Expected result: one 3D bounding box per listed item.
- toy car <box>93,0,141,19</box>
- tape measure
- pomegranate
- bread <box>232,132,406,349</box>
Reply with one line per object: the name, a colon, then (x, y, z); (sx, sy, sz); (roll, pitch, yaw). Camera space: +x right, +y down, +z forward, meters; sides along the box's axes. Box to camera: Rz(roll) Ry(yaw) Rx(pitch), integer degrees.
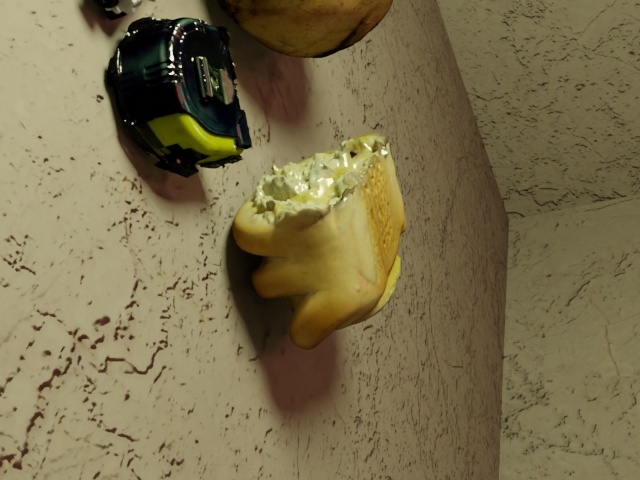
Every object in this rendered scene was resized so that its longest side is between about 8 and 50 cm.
toy car: (-0.229, -0.329, 1.036); (0.171, 0.070, 0.080); (-75, 146, -50)
tape measure: (-0.168, -0.179, 1.063); (0.186, 0.112, 0.199); (-13, 90, -66)
pomegranate: (-0.025, -0.434, 1.326); (0.322, 0.322, 0.322); (-12, 90, -68)
bread: (0.000, 0.000, 1.268); (0.316, 0.211, 0.270); (-54, 137, -52)
